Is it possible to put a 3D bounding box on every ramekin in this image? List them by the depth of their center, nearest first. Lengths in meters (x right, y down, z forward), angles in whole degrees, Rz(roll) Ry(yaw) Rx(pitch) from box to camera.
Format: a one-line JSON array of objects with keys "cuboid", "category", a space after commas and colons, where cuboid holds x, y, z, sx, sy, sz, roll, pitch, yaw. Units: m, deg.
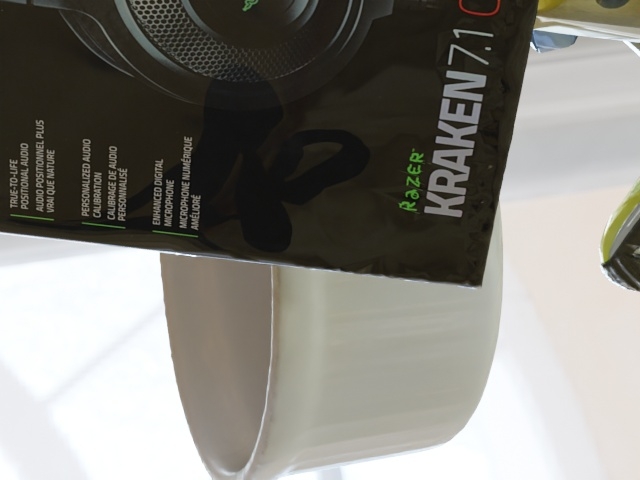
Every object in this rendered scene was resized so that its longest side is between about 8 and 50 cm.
[{"cuboid": [0.000, 0.000, 1.074, 0.277, 0.135, 0.277, 176, -90, -73], "category": "ramekin"}]

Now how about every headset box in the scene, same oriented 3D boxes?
[{"cuboid": [-0.063, -0.128, 0.666, 0.131, 0.283, 0.246, -83, -179, -50], "category": "headset box"}]

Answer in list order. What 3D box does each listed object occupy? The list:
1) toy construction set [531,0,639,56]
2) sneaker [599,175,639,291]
[{"cuboid": [0.259, -0.086, 0.812, 0.327, 0.215, 0.151, 40, -13, 18], "category": "toy construction set"}, {"cuboid": [0.217, -0.063, 1.019, 0.081, 0.208, 0.094, 40, 1, -38], "category": "sneaker"}]
